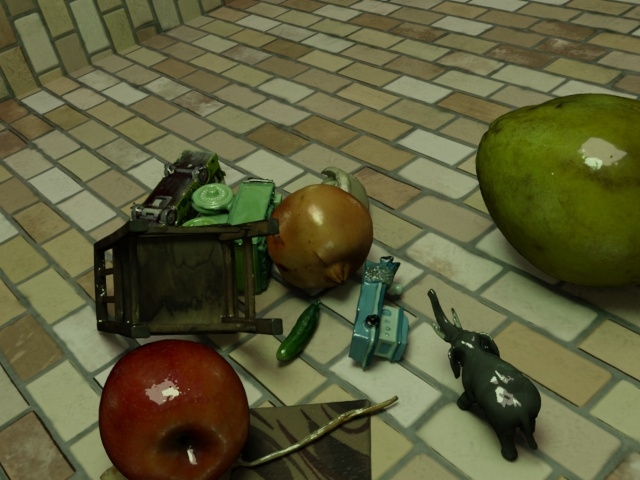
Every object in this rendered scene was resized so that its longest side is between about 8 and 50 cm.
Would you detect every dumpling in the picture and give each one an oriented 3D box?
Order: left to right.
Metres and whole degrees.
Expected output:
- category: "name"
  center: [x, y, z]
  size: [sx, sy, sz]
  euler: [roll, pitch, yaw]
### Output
- category: "dumpling"
  center: [0.041, -0.093, 1.523]
  size: [0.118, 0.136, 0.199]
  euler: [-25, 27, -5]

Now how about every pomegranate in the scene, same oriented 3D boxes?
- category: "pomegranate"
  center: [-0.001, -0.006, 1.365]
  size: [0.209, 0.209, 0.209]
  euler: [-8, 37, 6]

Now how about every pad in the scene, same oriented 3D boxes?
- category: "pad"
  center: [-0.032, 0.366, 1.041]
  size: [0.220, 0.004, 0.330]
  euler: [-7, 37, 8]

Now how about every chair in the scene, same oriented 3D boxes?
- category: "chair"
  center: [-0.252, 0.073, 1.271]
  size: [0.240, 0.203, 0.416]
  euler: [-3, -3, -24]

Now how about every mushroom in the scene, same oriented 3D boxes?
- category: "mushroom"
  center: [-0.008, 0.298, 1.106]
  size: [0.286, 0.028, 0.026]
  euler: [-18, -6, -8]

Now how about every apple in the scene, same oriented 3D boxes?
- category: "apple"
  center: [-0.215, 0.257, 1.061]
  size: [0.218, 0.218, 0.201]
  euler: [-20, 24, -10]

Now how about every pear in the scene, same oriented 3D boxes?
- category: "pear"
  center: [0.468, -0.085, 1.224]
  size: [0.352, 0.352, 0.413]
  euler: [-34, 46, -27]

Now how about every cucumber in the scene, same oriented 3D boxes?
- category: "cucumber"
  center: [-0.033, 0.163, 1.283]
  size: [0.037, 0.037, 0.155]
  euler: [10, 44, 28]

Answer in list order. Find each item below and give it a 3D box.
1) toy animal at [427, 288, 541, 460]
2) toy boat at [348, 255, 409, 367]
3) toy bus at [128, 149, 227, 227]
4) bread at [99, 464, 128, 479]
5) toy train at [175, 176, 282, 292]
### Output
- category: "toy animal"
  center: [0.240, 0.201, 1.073]
  size: [0.082, 0.137, 0.269]
  euler: [-25, 46, -11]
- category: "toy boat"
  center: [0.112, 0.114, 1.259]
  size: [0.098, 0.109, 0.238]
  euler: [13, 43, 0]
- category: "toy bus"
  center: [-0.321, -0.064, 1.590]
  size: [0.113, 0.139, 0.301]
  euler: [9, 49, 27]
- category: "bread"
  center: [-0.267, 0.381, 1.072]
  size: [0.068, 0.028, 0.154]
  euler: [-32, 42, -27]
- category: "toy train"
  center: [-0.181, -0.009, 1.463]
  size: [0.188, 0.159, 0.271]
  euler: [2, 37, 5]
